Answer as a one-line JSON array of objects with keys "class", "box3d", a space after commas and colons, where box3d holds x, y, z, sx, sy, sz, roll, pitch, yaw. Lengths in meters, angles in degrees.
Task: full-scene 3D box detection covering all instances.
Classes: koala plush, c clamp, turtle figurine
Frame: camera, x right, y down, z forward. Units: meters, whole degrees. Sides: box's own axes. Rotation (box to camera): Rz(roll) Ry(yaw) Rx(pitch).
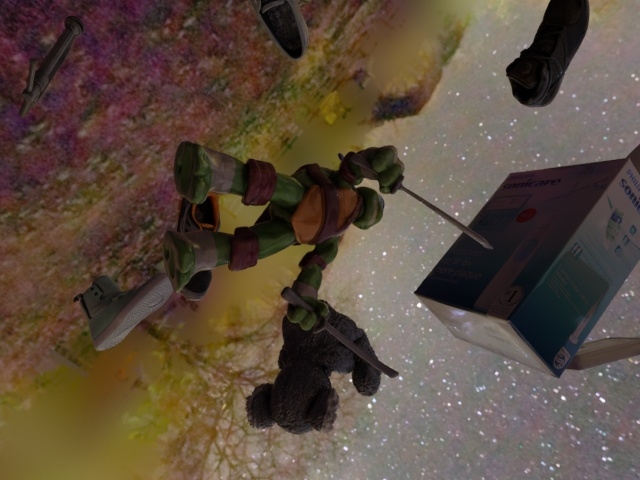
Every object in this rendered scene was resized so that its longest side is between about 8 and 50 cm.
[{"class": "koala plush", "box3d": [-0.021, 0.241, 0.755, 0.196, 0.203, 0.221, -5, -151, 28]}, {"class": "c clamp", "box3d": [-0.319, -0.211, 0.510, 0.137, 0.022, 0.161, -32, -137, 39]}, {"class": "turtle figurine", "box3d": [0.000, 0.000, 0.424, 0.198, 0.266, 0.275, -43, -124, 48]}]

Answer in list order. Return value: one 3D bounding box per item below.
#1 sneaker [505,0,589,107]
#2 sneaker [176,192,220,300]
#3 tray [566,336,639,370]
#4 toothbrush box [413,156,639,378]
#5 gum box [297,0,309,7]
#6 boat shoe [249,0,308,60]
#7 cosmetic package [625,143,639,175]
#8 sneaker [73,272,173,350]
[{"class": "sneaker", "box3d": [0.438, -0.372, 0.828, 0.130, 0.087, 0.228, -20, 132, -41]}, {"class": "sneaker", "box3d": [-0.225, 0.002, 0.780, 0.083, 0.084, 0.215, -10, -101, 49]}, {"class": "tray", "box3d": [0.654, 0.264, 1.015, 0.145, 0.270, 0.030, 143, -61, -69]}, {"class": "toothbrush box", "box3d": [0.325, 0.027, 0.658, 0.295, 0.126, 0.216, -47, -163, -11]}, {"class": "gum box", "box3d": [-0.093, -0.551, 0.872, 0.157, 0.184, 0.041, -143, -111, -67]}, {"class": "boat shoe", "box3d": [-0.081, -0.419, 0.735, 0.079, 0.227, 0.081, -21, -135, 15]}, {"class": "cosmetic package", "box3d": [0.754, -0.106, 0.797, 0.138, 0.224, 0.224, 113, -18, -45]}, {"class": "sneaker", "box3d": [-0.452, 0.118, 0.968, 0.256, 0.151, 0.094, -40, 164, 14]}]
